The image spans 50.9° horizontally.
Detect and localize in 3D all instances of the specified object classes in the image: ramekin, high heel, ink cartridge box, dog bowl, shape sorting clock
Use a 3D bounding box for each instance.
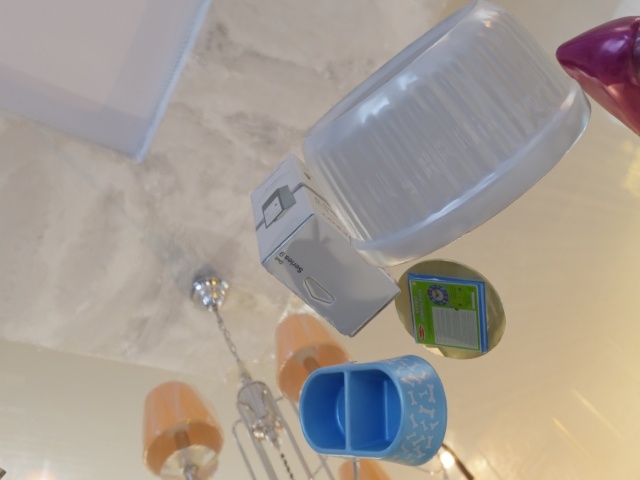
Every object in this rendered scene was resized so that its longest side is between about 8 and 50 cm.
[{"bbox_3d":[0.083,-0.086,0.509,0.207,0.207,0.109,-39,-77,0],"label":"ramekin"},{"bbox_3d":[0.450,-0.148,0.849,0.377,0.181,0.127,42,-110,-39],"label":"high heel"},{"bbox_3d":[0.000,0.000,1.147,0.121,0.289,0.211,-44,-65,12],"label":"ink cartridge box"},{"bbox_3d":[0.068,0.268,1.061,0.074,0.297,0.166,9,-107,-34],"label":"dog bowl"},{"bbox_3d":[0.229,0.123,1.200,0.040,0.206,0.206,-48,-36,-52],"label":"shape sorting clock"}]

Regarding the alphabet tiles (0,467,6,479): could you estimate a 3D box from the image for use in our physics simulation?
[{"bbox_3d":[-0.600,0.462,1.017,0.011,0.342,0.285,46,-121,-15],"label":"alphabet tiles"}]
